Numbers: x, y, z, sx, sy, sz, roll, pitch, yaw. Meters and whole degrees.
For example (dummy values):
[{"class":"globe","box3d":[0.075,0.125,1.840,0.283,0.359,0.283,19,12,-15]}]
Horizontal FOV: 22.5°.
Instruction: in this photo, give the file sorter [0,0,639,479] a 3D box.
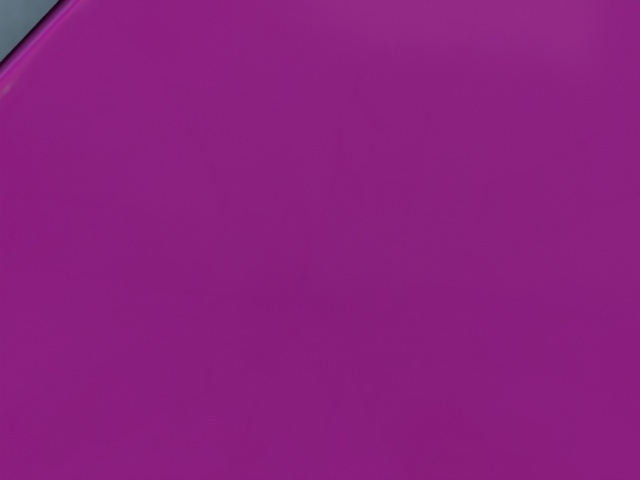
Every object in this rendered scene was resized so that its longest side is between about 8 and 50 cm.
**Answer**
[{"class":"file sorter","box3d":[0.000,0.000,0.430,0.290,0.182,0.202,-43,108,12]}]
